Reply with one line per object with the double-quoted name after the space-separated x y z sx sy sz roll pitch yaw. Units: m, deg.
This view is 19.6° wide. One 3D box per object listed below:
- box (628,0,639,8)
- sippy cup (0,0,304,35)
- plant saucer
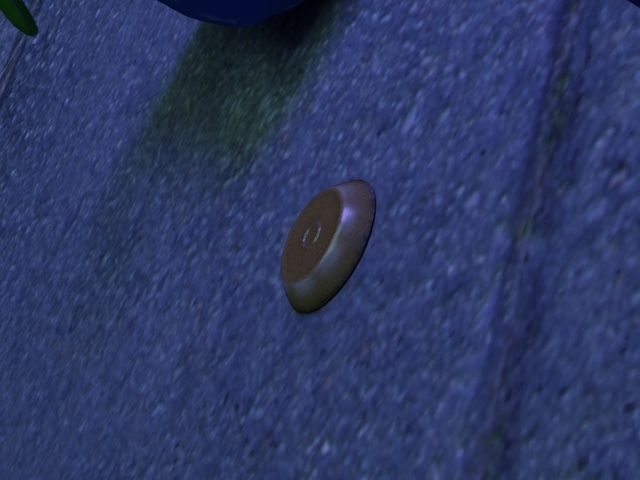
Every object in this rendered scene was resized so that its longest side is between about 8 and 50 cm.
0.240 -0.235 0.760 0.293 0.057 0.201 -35 35 46 "box"
-0.082 -0.260 1.255 0.305 0.240 0.224 -64 34 18 "sippy cup"
0.000 0.000 1.045 0.083 0.015 0.083 -46 29 34 "plant saucer"
